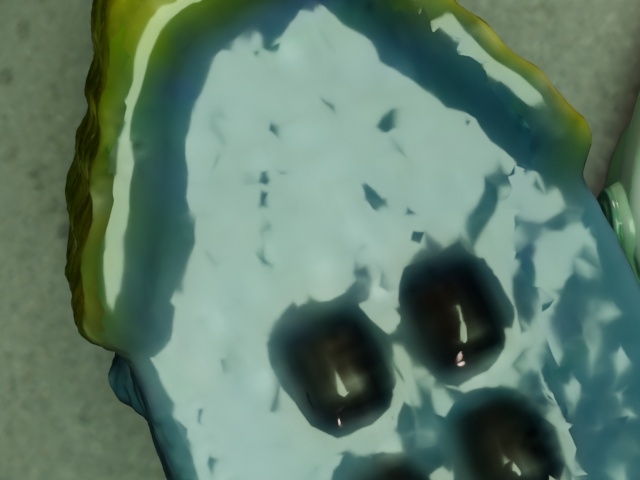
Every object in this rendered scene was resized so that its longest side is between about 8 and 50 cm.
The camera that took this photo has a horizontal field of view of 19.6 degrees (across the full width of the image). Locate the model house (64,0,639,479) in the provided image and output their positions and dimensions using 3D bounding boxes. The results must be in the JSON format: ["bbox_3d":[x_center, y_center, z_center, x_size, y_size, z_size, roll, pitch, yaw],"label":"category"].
[{"bbox_3d":[0.000,0.000,0.722,0.215,0.237,0.303,-19,100,-6],"label":"model house"}]

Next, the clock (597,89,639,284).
[{"bbox_3d":[0.194,-0.017,0.842,0.148,0.060,0.188,23,94,-12],"label":"clock"}]
